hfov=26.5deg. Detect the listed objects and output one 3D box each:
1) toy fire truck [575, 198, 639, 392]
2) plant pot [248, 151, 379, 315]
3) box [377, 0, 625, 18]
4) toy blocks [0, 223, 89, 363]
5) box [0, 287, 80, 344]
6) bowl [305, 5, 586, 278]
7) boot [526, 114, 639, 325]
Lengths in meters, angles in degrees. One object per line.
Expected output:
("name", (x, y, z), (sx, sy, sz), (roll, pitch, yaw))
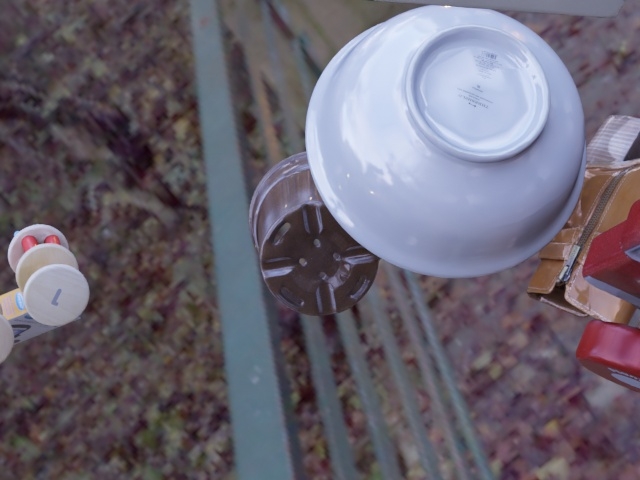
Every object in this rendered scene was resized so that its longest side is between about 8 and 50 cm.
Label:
("toy fire truck", (0.353, 0.060, 1.055), (0.254, 0.302, 0.169), (116, 179, -82))
("plant pot", (0.000, 0.000, 1.489), (0.167, 0.167, 0.165), (-34, 14, 9))
("box", (0.048, -0.202, 0.772), (0.094, 0.275, 0.113), (110, 158, -50))
("toy blocks", (-0.262, 0.038, 1.134), (0.123, 0.054, 0.148), (-31, 27, -8))
("box", (-0.282, 0.073, 1.227), (0.136, 0.081, 0.028), (-20, 75, 17))
("bowl", (0.141, -0.120, 1.342), (0.298, 0.298, 0.134), (-51, -4, -20))
("boot", (0.338, -0.012, 1.360), (0.283, 0.109, 0.220), (17, 75, 49))
